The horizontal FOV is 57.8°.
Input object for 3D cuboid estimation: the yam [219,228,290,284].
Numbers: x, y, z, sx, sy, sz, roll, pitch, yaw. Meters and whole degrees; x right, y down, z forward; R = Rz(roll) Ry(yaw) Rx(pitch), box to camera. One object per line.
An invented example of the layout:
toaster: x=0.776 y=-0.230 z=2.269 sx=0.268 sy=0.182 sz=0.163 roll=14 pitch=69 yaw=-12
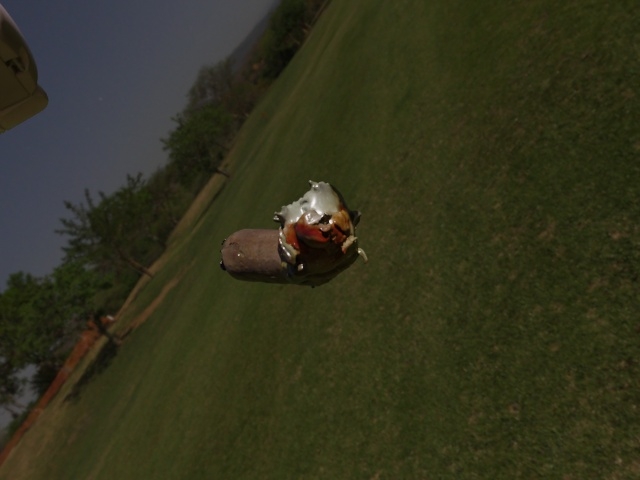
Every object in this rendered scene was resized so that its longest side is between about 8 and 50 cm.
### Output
yam: x=-0.065 y=0.020 z=0.787 sx=0.127 sy=0.084 sz=0.084 roll=-3 pitch=50 yaw=40

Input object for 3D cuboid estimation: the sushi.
sushi: x=0.000 y=-0.004 z=0.627 sx=0.226 sy=0.097 sz=0.103 roll=107 pitch=154 yaw=-81

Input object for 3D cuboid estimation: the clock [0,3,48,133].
clock: x=-0.573 y=-0.338 z=0.825 sx=0.184 sy=0.326 sz=0.342 roll=-38 pitch=-5 yaw=-19
